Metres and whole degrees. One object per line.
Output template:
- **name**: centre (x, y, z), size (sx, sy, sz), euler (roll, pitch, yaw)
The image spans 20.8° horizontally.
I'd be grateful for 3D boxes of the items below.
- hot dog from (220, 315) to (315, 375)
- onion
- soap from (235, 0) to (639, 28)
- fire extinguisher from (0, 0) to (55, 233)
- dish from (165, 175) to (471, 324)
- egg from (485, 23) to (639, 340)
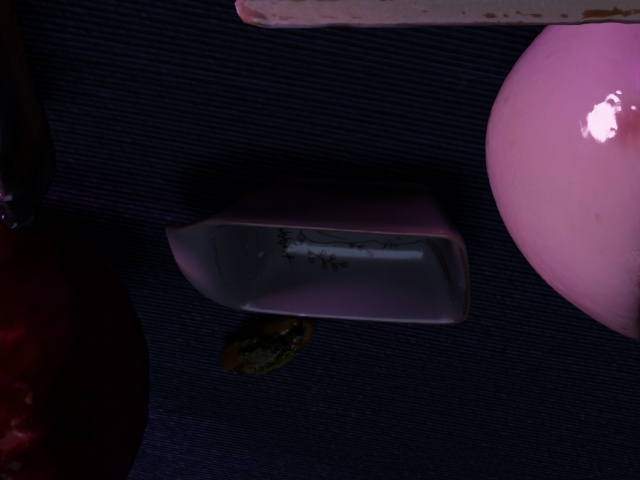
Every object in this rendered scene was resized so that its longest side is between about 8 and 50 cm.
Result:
- **hot dog**: centre (-0.049, 0.099, 1.565), size (0.056, 0.041, 0.133), euler (20, 150, -24)
- **onion**: centre (-0.311, 0.112, 1.431), size (0.347, 0.348, 0.385), euler (13, -169, -11)
- **soap**: centre (0.094, -0.191, 0.833), size (0.274, 0.173, 0.089), euler (1, 160, 13)
- **fire extinguisher**: centre (-0.222, -0.123, 1.071), size (0.200, 0.113, 0.376), euler (31, 157, 18)
- **dish**: centre (0.000, 0.000, 1.338), size (0.234, 0.064, 0.154), euler (3, 152, 7)
- **egg**: centre (0.183, -0.068, 1.042), size (0.162, 0.206, 0.271), euler (32, 152, 24)
